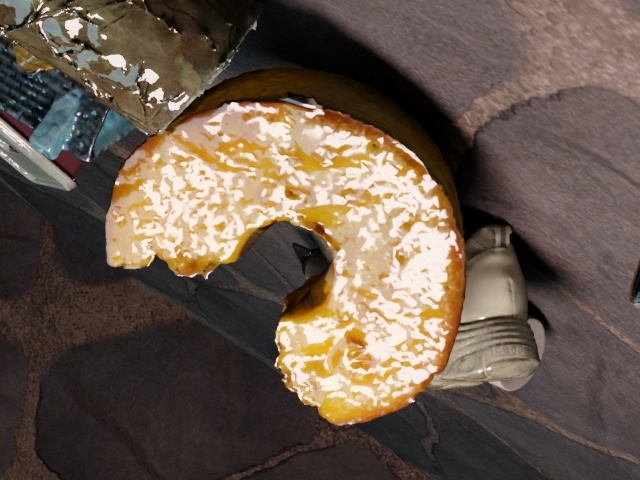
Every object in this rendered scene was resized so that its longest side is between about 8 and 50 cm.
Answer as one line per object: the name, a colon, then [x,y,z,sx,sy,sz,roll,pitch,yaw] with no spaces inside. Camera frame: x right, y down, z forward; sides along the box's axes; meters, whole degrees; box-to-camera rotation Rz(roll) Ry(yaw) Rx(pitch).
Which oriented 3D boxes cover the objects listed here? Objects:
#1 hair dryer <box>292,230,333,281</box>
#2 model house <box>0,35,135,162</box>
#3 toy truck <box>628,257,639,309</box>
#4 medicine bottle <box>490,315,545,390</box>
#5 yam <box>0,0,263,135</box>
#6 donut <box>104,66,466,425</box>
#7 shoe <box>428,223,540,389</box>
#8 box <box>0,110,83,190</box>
hair dryer: [0.000,0.000,2.165,0.195,0.078,0.248,23,152,41]
model house: [-0.342,-0.250,1.741,0.261,0.241,0.226,31,168,16]
toy truck: [0.414,0.047,1.261,0.140,0.108,0.257,27,169,-30]
medicine bottle: [0.184,0.118,1.962,0.250,0.131,0.131,23,162,40]
yam: [-0.247,-0.275,1.467,0.348,0.241,0.241,36,167,-17]
donut: [-0.004,-0.016,1.608,0.435,0.163,0.377,43,123,-15]
shoe: [0.160,0.082,1.791,0.132,0.210,0.342,5,169,-25]
box: [-0.487,-0.230,2.287,0.294,0.167,0.193,43,166,-30]
